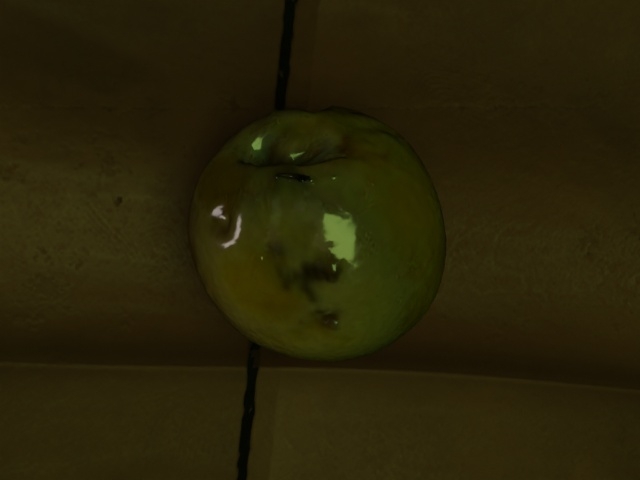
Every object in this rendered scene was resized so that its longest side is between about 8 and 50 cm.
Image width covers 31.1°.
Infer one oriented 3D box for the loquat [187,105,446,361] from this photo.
[{"bbox_3d":[0.000,0.000,1.037,0.244,0.244,0.243,-1,95,-15],"label":"loquat"}]
